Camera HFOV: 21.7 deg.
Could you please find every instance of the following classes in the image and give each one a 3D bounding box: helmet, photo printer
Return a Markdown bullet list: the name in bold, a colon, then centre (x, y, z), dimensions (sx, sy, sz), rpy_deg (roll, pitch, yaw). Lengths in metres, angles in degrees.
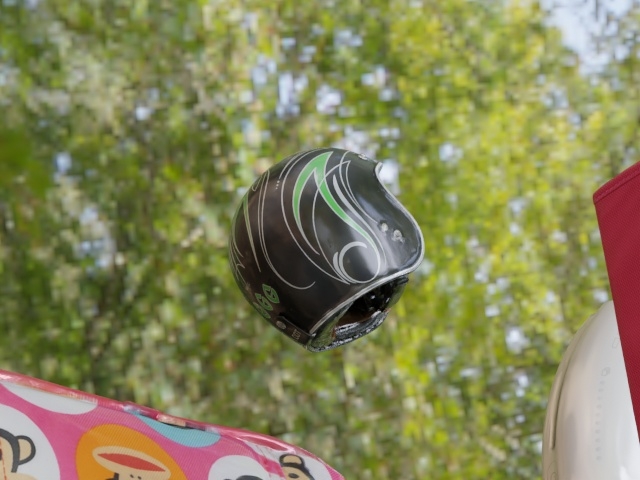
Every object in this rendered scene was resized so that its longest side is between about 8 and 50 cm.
- **helmet**: centre (0.000, 0.000, 1.479), dimensions (0.161, 0.169, 0.169), rpy_deg (57, -37, 18)
- **photo printer**: centre (0.355, 0.207, 1.569), dimensions (0.107, 0.307, 0.256), rpy_deg (-53, -167, 51)

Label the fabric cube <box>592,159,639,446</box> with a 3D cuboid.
- **fabric cube**: centre (0.352, 0.055, 0.995), dimensions (0.259, 0.254, 0.258), rpy_deg (-37, -127, 52)

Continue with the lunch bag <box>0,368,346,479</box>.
- **lunch bag**: centre (-0.143, 0.189, 0.795), dimensions (0.258, 0.293, 0.120), rpy_deg (-48, -138, 31)
